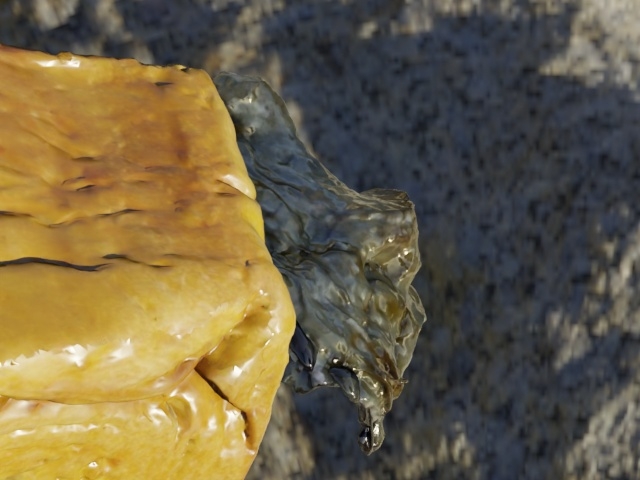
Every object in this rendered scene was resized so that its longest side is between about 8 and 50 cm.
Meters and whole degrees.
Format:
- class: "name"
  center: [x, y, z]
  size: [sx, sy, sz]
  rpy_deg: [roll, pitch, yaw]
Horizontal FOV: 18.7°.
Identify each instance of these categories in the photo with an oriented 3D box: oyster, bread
- class: "oyster"
  center: [0.000, 0.000, 0.930]
  size: [0.081, 0.163, 0.191]
  rpy_deg: [-37, 90, 19]
- class: "bread"
  center: [-0.107, 0.031, 0.640]
  size: [0.158, 0.149, 0.143]
  rpy_deg: [-3, 53, -30]
